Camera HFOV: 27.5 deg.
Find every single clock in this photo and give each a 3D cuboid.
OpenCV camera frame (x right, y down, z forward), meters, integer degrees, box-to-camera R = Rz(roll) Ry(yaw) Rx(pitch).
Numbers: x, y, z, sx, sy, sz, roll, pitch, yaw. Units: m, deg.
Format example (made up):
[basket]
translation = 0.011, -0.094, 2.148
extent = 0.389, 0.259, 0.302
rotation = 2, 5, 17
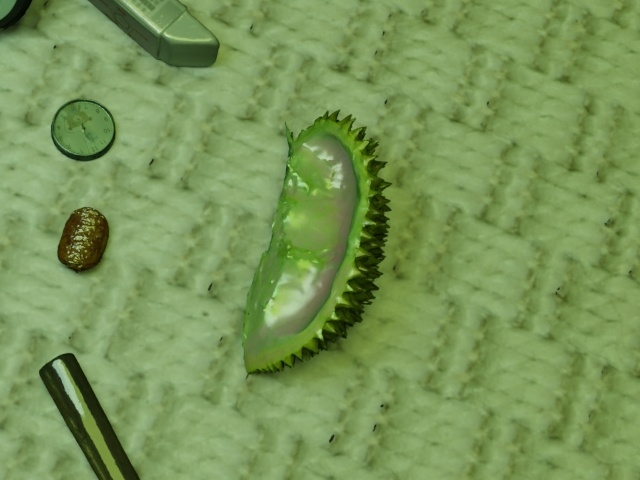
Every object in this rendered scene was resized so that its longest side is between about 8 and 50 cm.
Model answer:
[clock]
translation = -0.307, -0.144, 1.692
extent = 0.085, 0.017, 0.085
rotation = 4, 71, -10

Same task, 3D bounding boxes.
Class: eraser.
[eraser]
translation = -0.283, -0.345, 1.727
extent = 0.352, 0.089, 0.061
rotation = 41, 73, 3

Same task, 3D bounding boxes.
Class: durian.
[durian]
translation = 0.000, 0.000, 1.639
extent = 0.169, 0.158, 0.352
rotation = 10, 74, 5

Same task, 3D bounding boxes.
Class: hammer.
[hammer]
translation = -0.208, 0.330, 1.542
extent = 0.168, 0.044, 0.440
rotation = -26, 78, -20

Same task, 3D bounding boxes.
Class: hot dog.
[hot dog]
translation = -0.297, 0.000, 1.636
extent = 0.058, 0.035, 0.083
rotation = 18, 69, -6

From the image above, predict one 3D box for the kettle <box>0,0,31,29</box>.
[kettle]
translation = -0.468, -0.372, 1.650
extent = 0.236, 0.221, 0.161
rotation = 8, 29, 9
